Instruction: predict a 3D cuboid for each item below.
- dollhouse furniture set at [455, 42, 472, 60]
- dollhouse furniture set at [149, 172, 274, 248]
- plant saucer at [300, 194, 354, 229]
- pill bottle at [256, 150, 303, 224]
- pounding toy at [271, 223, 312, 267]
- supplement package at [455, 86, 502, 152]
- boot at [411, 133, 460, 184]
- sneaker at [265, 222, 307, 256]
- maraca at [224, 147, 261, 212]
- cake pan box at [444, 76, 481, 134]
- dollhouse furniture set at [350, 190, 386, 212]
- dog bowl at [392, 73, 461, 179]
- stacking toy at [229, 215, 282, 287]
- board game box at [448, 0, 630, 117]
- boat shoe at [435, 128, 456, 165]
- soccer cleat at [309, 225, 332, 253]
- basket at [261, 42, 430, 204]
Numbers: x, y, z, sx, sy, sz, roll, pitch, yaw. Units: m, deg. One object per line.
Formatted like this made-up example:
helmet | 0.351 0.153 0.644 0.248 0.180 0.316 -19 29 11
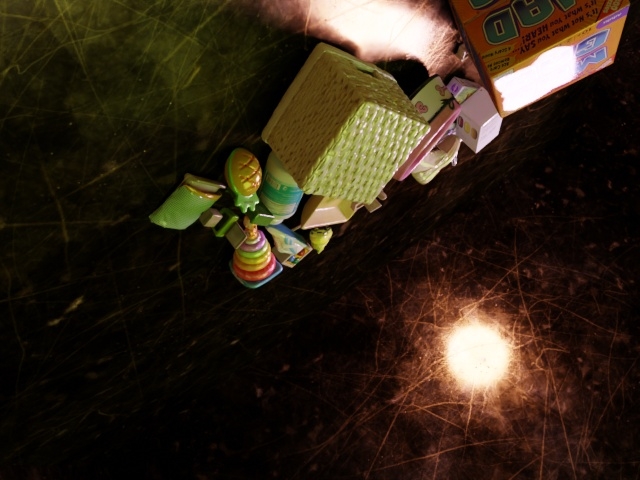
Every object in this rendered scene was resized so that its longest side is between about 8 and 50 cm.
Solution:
dollhouse furniture set | 0.610 -0.653 1.842 0.161 0.182 0.101 -35 160 -14
dollhouse furniture set | -0.317 -0.067 1.508 0.197 0.151 0.301 -46 159 17
plant saucer | 0.083 -0.200 2.038 0.333 0.081 0.333 -13 148 -52
pill bottle | -0.128 -0.168 1.637 0.146 0.146 0.264 -24 156 -36
pounding toy | -0.111 0.018 2.141 0.181 0.094 0.206 -42 161 6
supplement package | 0.672 -0.507 2.142 0.134 0.139 0.244 -41 160 -1
boot | 0.470 -0.392 2.197 0.203 0.095 0.262 31 108 -38
sneaker | -0.147 -0.004 1.982 0.092 0.087 0.229 -40 139 11
maraca | -0.219 -0.174 1.452 0.099 0.185 0.127 -3 -172 34
cake pan box | 0.551 -0.556 2.120 0.267 0.070 0.245 -13 150 -53
dollhouse furniture set | 0.204 -0.153 2.054 0.144 0.123 0.151 -31 159 -22
dog bowl | 0.346 -0.391 1.839 0.408 0.150 0.408 -47 173 -8
stacking toy | -0.250 0.018 1.853 0.166 0.175 0.302 -32 148 -27
board game box | 0.609 -0.643 1.470 0.356 0.356 0.356 -25 165 20
boat shoe | 0.585 -0.406 2.366 0.367 0.156 0.136 -33 160 -15
soccer cleat | 0.001 0.000 2.131 0.093 0.121 0.289 1 -174 0
basket | 0.077 -0.315 1.431 0.328 0.266 0.331 5 132 -45
